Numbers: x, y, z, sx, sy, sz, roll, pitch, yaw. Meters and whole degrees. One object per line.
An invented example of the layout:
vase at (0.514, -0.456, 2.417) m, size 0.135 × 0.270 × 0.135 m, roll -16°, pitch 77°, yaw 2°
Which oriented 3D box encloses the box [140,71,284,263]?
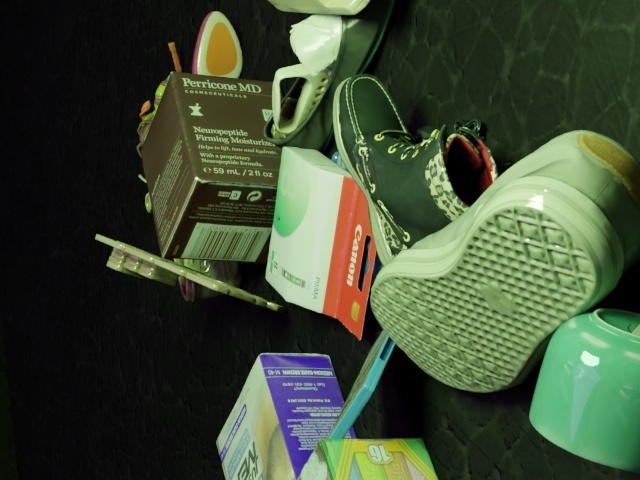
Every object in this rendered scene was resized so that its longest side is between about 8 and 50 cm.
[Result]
box at (-0.134, -0.097, 1.866) m, size 0.167 × 0.168 × 0.203 m, roll 119°, pitch 145°, yaw -44°

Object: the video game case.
video game case at (0.058, 0.139, 1.488) m, size 0.119 × 0.015 × 0.166 m, roll -61°, pitch -1°, yaw 43°

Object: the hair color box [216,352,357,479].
hair color box at (-0.021, 0.323, 1.644) m, size 0.185 × 0.110 × 0.339 m, roll -64°, pitch 35°, yaw 39°

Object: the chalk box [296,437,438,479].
chalk box at (0.062, 0.330, 1.431) m, size 0.132 × 0.132 × 0.213 m, roll -63°, pitch 35°, yaw 40°

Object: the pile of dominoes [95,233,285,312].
pile of dominoes at (-0.176, 0.061, 1.837) m, size 0.251 × 0.196 × 0.040 m, roll 21°, pitch 88°, yaw 37°

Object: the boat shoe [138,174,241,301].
boat shoe at (-0.207, -0.041, 2.044) m, size 0.285 × 0.089 × 0.104 m, roll 63°, pitch 155°, yaw 25°

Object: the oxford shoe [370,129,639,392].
oxford shoe at (0.171, 0.029, 1.249) m, size 0.169 × 0.130 × 0.449 m, roll 43°, pitch 155°, yaw 1°

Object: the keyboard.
keyboard at (0.143, -0.079, 1.430) m, size 0.180 × 0.023 × 0.108 m, roll -144°, pitch 61°, yaw -61°

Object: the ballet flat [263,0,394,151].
ballet flat at (0.001, -0.210, 1.670) m, size 0.095 × 0.096 × 0.280 m, roll -110°, pitch 33°, yaw -41°

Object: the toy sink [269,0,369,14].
toy sink at (-0.006, -0.363, 1.588) m, size 0.153 × 0.131 × 0.234 m, roll -54°, pitch 25°, yaw -5°

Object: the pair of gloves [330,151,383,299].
pair of gloves at (0.043, -0.026, 1.645) m, size 0.198 × 0.023 × 0.159 m, roll -123°, pitch 41°, yaw -53°

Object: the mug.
mug at (0.233, 0.107, 1.079) m, size 0.158 × 0.129 × 0.097 m, roll -139°, pitch 59°, yaw -61°

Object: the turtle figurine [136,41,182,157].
turtle figurine at (-0.257, -0.178, 2.244) m, size 0.217 × 0.087 × 0.269 m, roll -133°, pitch 51°, yaw -58°

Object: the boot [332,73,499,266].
boot at (0.100, -0.092, 1.399) m, size 0.178 × 0.085 × 0.236 m, roll -42°, pitch 61°, yaw 59°

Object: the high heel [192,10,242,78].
high heel at (-0.176, -0.227, 2.084) m, size 0.117 × 0.082 × 0.244 m, roll 14°, pitch 113°, yaw 56°

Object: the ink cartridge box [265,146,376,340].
ink cartridge box at (0.000, 0.000, 1.652) m, size 0.224 × 0.056 × 0.181 m, roll -137°, pitch 53°, yaw -64°
